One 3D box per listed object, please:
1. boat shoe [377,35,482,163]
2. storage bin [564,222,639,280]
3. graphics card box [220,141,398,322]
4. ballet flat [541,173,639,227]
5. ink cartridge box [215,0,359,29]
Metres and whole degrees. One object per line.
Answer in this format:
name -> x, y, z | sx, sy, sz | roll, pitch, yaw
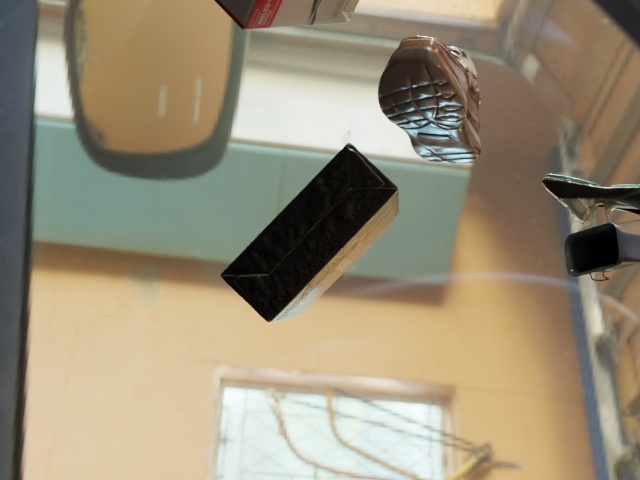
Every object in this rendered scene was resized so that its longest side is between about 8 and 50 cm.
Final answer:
boat shoe -> 0.156, -0.207, 1.433 | 0.324, 0.123, 0.116 | 51, 48, -70
storage bin -> 0.542, 0.028, 1.980 | 0.135, 0.091, 0.098 | -24, -115, 57
graphics card box -> 0.000, 0.000, 1.436 | 0.233, 0.094, 0.371 | -45, 176, 2
ballet flat -> 0.591, -0.080, 2.205 | 0.095, 0.280, 0.096 | 26, 75, -56
ink cartridge box -> -0.074, -0.483, 1.883 | 0.197, 0.273, 0.114 | 49, -49, 25
